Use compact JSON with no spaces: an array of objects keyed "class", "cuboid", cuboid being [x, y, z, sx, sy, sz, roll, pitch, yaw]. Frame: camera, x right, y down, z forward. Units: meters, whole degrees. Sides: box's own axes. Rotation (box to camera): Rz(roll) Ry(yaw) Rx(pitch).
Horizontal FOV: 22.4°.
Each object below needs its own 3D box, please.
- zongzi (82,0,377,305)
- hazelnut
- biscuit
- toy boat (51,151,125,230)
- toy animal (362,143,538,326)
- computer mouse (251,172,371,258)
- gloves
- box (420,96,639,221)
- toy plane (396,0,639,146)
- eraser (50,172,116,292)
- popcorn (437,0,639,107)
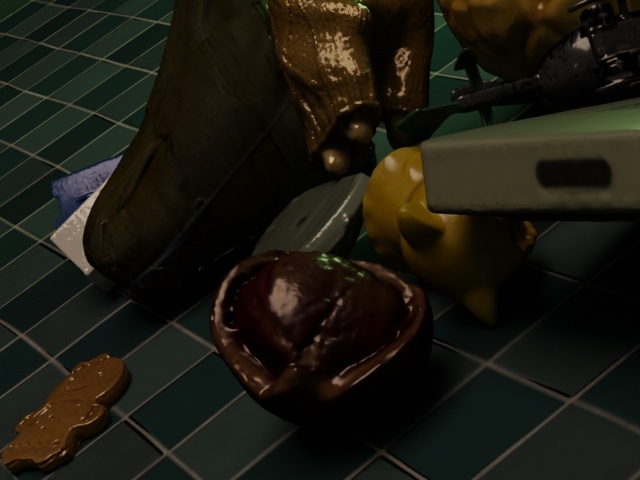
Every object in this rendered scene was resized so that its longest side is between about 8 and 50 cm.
[{"class":"zongzi","cuboid":[-0.171,-0.145,1.865,0.356,0.393,0.174,-34,23,-4]},{"class":"hazelnut","cuboid":[0.007,0.085,1.480,0.201,0.160,0.170,-9,57,31]},{"class":"biscuit","cuboid":[-0.274,0.187,1.772,0.133,0.027,0.184,-2,36,49]},{"class":"toy boat","cuboid":[-0.200,-0.071,2.111,0.295,0.088,0.129,-19,63,15]},{"class":"toy animal","cuboid":[0.117,-0.019,1.583,0.156,0.156,0.230,-30,20,0]},{"class":"computer mouse","cuboid":[0.000,0.000,1.719,0.128,0.079,0.231,-55,11,-13]},{"class":"gloves","cuboid":[0.033,-0.222,1.779,0.155,0.203,0.356,-19,52,33]},{"class":"box","cuboid":[0.320,-0.080,1.366,0.373,0.090,0.367,-11,7,-27]},{"class":"toy plane","cuboid":[0.260,-0.164,1.609,0.381,0.106,0.155,-16,-16,-6]},{"class":"eraser","cuboid":[-0.200,-0.075,2.023,0.078,0.076,0.298,41,85,23]},{"class":"popcorn","cuboid":[0.282,-0.353,1.808,0.344,0.354,0.390,-2,31,27]}]
